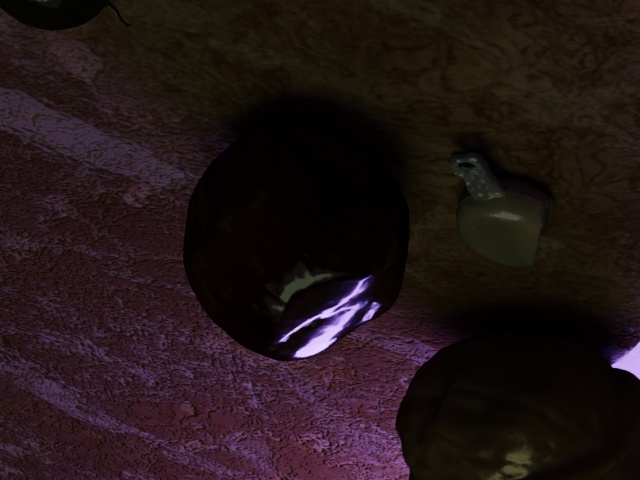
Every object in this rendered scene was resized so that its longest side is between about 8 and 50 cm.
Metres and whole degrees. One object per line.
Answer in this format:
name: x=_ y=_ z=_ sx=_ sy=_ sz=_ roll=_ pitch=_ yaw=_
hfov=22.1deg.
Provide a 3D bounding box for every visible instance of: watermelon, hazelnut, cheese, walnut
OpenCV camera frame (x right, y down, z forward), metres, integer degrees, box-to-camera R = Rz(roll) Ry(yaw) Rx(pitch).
watermelon: x=-0.202 y=-0.212 z=1.298 sx=0.133 sy=0.105 sz=0.105 roll=34 pitch=145 yaw=-17
hazelnut: x=-0.019 y=-0.007 z=1.537 sx=0.218 sy=0.218 sz=0.234 roll=23 pitch=130 yaw=-20
cheese: x=0.172 y=-0.032 z=1.548 sx=0.092 sy=0.047 sz=0.171 roll=4 pitch=150 yaw=11
walnut: x=0.236 y=0.236 z=1.787 sx=0.285 sy=0.285 sz=0.296 roll=-19 pitch=103 yaw=42
